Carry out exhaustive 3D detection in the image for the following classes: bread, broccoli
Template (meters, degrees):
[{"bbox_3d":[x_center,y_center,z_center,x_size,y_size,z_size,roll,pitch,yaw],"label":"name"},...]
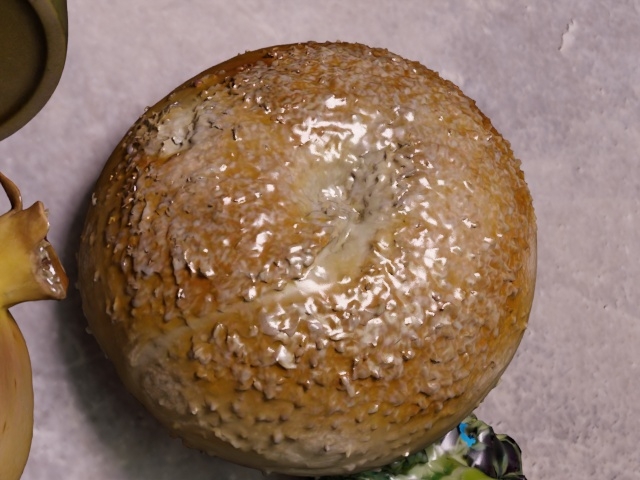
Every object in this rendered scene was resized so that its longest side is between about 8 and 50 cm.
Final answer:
[{"bbox_3d":[0.000,0.000,1.249,0.305,0.159,0.305,6,61,-10],"label":"bread"},{"bbox_3d":[0.079,0.165,1.308,0.167,0.160,0.154,43,58,-39],"label":"broccoli"}]

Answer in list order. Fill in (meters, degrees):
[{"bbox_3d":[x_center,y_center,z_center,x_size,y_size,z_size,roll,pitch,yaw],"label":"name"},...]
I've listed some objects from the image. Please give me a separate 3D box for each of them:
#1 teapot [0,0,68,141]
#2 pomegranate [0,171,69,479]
[{"bbox_3d":[-0.253,-0.170,1.155,0.268,0.185,0.175,34,29,-42],"label":"teapot"},{"bbox_3d":[-0.280,0.060,1.013,0.319,0.319,0.319,7,76,-32],"label":"pomegranate"}]
